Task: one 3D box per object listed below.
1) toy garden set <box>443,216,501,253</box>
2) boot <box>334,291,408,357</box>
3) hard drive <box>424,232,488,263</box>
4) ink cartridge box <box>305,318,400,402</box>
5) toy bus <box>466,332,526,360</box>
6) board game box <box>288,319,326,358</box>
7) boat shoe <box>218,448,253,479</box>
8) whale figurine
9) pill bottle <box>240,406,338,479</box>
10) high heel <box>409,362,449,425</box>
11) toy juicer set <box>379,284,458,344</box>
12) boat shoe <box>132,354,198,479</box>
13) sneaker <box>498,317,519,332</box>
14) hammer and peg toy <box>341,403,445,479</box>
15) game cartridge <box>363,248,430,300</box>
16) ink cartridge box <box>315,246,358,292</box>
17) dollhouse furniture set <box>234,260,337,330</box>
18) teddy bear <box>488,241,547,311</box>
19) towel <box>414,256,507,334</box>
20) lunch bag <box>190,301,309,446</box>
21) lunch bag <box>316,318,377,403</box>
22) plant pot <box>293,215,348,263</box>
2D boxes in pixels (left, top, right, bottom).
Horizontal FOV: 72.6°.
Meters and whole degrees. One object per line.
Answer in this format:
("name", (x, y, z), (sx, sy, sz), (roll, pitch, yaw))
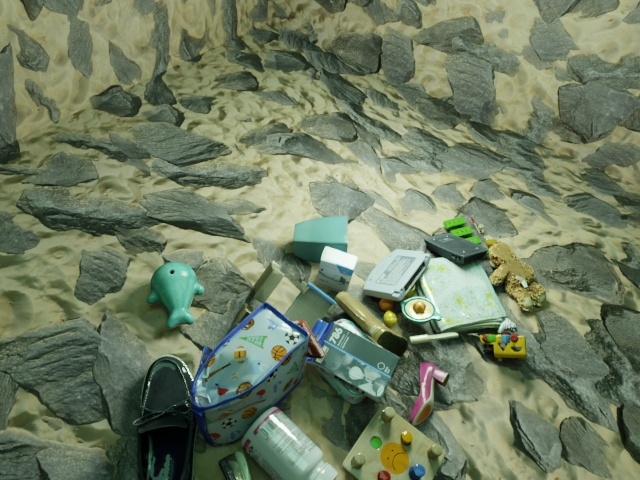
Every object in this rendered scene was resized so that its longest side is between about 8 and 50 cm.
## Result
("toy garden set", (0.752, -0.016, 2.154), (0.204, 0.049, 0.244), (-13, 52, -18))
("boot", (0.201, 0.325, 1.711), (0.089, 0.236, 0.270), (-46, 42, -5))
("hard drive", (0.619, 0.035, 2.008), (0.172, 0.054, 0.255), (-12, 23, -26))
("ink cartridge box", (0.094, 0.405, 1.518), (0.333, 0.065, 0.165), (25, 65, 15))
("toy bus", (0.715, 0.422, 1.727), (0.191, 0.202, 0.104), (2, 80, -17))
("board game box", (-0.109, 0.339, 1.513), (0.027, 0.281, 0.145), (-43, 109, -35))
("boat shoe", (-0.230, 0.765, 1.276), (0.093, 0.102, 0.285), (-16, 50, -16))
("whale figurine", (-0.556, 0.199, 1.671), (0.217, 0.141, 0.271), (-8, 52, -17))
("pill bottle", (-0.094, 0.667, 1.339), (0.283, 0.160, 0.160), (38, 54, 21))
("high heel", (0.363, 0.554, 1.591), (0.117, 0.082, 0.244), (16, 56, 42))
("toy juicer set", (0.363, 0.294, 1.736), (0.210, 0.089, 0.329), (-21, 40, -18))
("boat shoe", (-0.476, 0.576, 1.355), (0.187, 0.155, 0.499), (-5, 50, -12))
("sneaker", (0.759, 0.353, 1.745), (0.069, 0.038, 0.098), (30, 41, 30))
("hammer and peg toy", (0.209, 0.733, 1.360), (0.266, 0.127, 0.361), (34, 52, 16))
("game cartridge", (0.321, 0.143, 1.872), (0.198, 0.062, 0.297), (1, 35, 44))
("ink cartridge box", (0.065, 0.127, 1.811), (0.140, 0.190, 0.082), (18, 50, 6))
("dollhouse furniture set", (-0.132, 0.271, 1.730), (0.304, 0.198, 0.286), (36, 90, -10))
("teddy bear", (0.884, 0.171, 1.992), (0.245, 0.113, 0.338), (-36, 71, -25))
("towel", (0.590, 0.225, 1.890), (0.321, 0.090, 0.374), (-4, 50, -14))
("lunch bag", (-0.243, 0.443, 1.395), (0.239, 0.327, 0.385), (31, 53, 22))
("lunch bag", (0.104, 0.444, 1.600), (0.224, 0.107, 0.279), (-33, 62, -32))
("plant pot", (0.000, 0.000, 1.933), (0.235, 0.165, 0.165), (2, 49, 0))
